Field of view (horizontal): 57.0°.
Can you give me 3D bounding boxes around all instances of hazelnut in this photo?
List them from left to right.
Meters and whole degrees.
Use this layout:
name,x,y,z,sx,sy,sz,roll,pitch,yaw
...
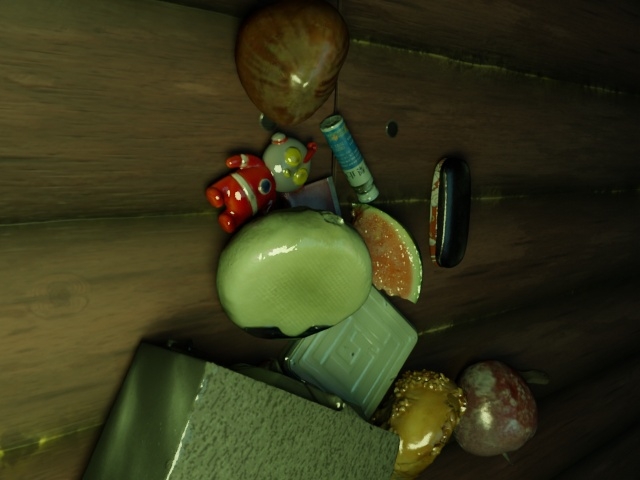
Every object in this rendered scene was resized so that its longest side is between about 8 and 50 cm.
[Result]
name,x,y,z,sx,sy,sz,roll,pitch,yaw
hazelnut,-0.052,-0.305,0.977,0.186,0.210,0.210,41,66,4

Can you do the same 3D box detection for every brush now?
name,x,y,z,sx,sy,sz,roll,pitch,yaw
brush,0.589,0.424,1.763,0.327,0.070,0.065,11,109,-43

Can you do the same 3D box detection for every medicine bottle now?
name,x,y,z,sx,sy,sz,roll,pitch,yaw
medicine bottle,0.061,-0.163,1.195,0.051,0.051,0.191,-47,124,-25

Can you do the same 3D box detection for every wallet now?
name,x,y,z,sx,sy,sz,roll,pitch,yaw
wallet,0.000,0.000,1.167,0.119,0.025,0.233,-22,104,-28

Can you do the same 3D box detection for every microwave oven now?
name,x,y,z,sx,sy,sz,roll,pitch,yaw
microwave oven,-0.119,0.381,0.959,0.432,0.236,0.375,31,69,-36

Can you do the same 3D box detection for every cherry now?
name,x,y,z,sx,sy,sz,roll,pitch,yaw
cherry,0.450,0.454,1.546,0.236,0.212,0.286,-20,93,-49

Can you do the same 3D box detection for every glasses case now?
name,x,y,z,sx,sy,sz,roll,pitch,yaw
glasses case,0.312,-0.066,1.421,0.103,0.067,0.267,-6,101,-42

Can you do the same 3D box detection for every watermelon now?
name,x,y,z,sx,sy,sz,roll,pitch,yaw
watermelon,0.162,0.016,1.273,0.146,0.128,0.231,-19,95,-67

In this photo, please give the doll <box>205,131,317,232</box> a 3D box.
name,x,y,z,sx,sy,sz,roll,pitch,yaw
doll,-0.092,-0.113,1.059,0.245,0.076,0.143,-36,125,-26

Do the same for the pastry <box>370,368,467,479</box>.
name,x,y,z,sx,sy,sz,roll,pitch,yaw
pastry,0.190,0.412,1.304,0.255,0.161,0.311,-40,161,-40

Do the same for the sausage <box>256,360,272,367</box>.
name,x,y,z,sx,sy,sz,roll,pitch,yaw
sausage,-0.175,0.302,1.089,0.253,0.034,0.034,-37,120,-31

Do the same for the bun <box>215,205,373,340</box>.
name,x,y,z,sx,sy,sz,roll,pitch,yaw
bun,-0.054,0.041,1.049,0.282,0.179,0.283,-11,133,-12

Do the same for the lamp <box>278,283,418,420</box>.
name,x,y,z,sx,sy,sz,roll,pitch,yaw
lamp,0.068,0.231,1.260,0.266,0.047,0.269,46,68,-25
